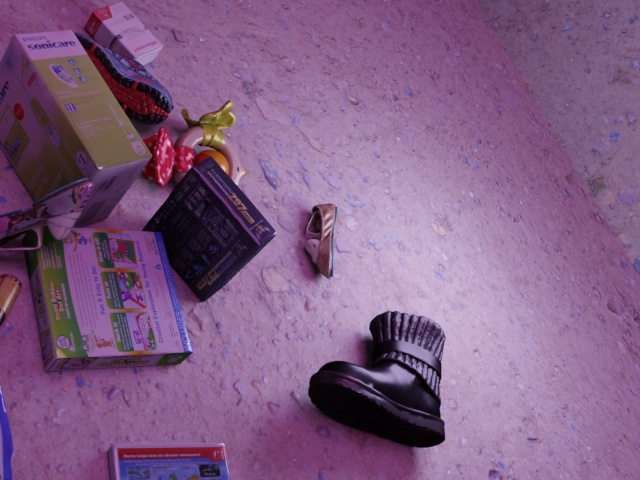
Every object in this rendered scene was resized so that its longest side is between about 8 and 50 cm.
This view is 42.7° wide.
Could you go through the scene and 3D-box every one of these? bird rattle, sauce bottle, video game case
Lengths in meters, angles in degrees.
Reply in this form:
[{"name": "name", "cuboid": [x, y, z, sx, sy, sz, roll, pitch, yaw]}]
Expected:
[{"name": "bird rattle", "cuboid": [-0.244, -0.169, 1.671, 0.207, 0.143, 0.253, 54, 40, -18]}, {"name": "sauce bottle", "cuboid": [-0.505, 0.109, 1.266, 0.042, 0.042, 0.128, 33, 44, -18]}, {"name": "video game case", "cuboid": [-0.216, 0.453, 1.259, 0.204, 0.025, 0.285, 10, 53, -36]}]

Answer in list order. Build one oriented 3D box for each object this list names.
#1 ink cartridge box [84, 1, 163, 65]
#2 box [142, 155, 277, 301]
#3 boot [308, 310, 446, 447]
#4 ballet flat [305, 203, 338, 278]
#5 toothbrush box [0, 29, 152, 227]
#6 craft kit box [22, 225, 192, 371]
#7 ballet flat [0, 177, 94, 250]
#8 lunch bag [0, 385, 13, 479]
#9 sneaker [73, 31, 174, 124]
[{"name": "ink cartridge box", "cuboid": [-0.426, -0.440, 1.774, 0.135, 0.056, 0.099, 47, 40, 0]}, {"name": "box", "cuboid": [-0.206, -0.015, 1.487, 0.183, 0.232, 0.059, 49, 45, 2]}, {"name": "boot", "cuboid": [0.119, 0.246, 1.643, 0.348, 0.131, 0.260, 32, 48, -35]}, {"name": "ballet flat", "cuboid": [0.000, 0.000, 1.807, 0.067, 0.073, 0.206, 7, 46, -4]}, {"name": "toothbrush box", "cuboid": [-0.451, -0.189, 1.430, 0.122, 0.206, 0.283, -21, 75, -48]}, {"name": "craft kit box", "cuboid": [-0.363, 0.096, 1.397, 0.246, 0.061, 0.250, 6, 55, -42]}, {"name": "ballet flat", "cuboid": [-0.454, -0.028, 1.319, 0.077, 0.221, 0.079, 2, 68, -82]}, {"name": "lunch bag", "cuboid": [-0.581, 0.186, 0.975, 0.327, 0.239, 0.386, -16, 81, -50]}, {"name": "sneaker", "cuboid": [-0.422, -0.333, 1.682, 0.262, 0.104, 0.125, 36, 19, -13]}]
